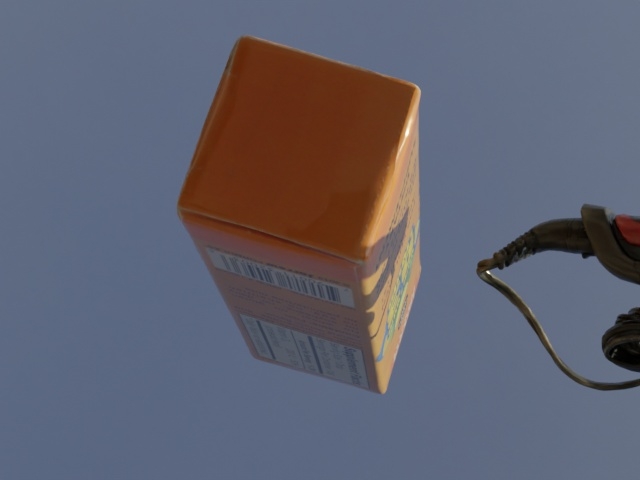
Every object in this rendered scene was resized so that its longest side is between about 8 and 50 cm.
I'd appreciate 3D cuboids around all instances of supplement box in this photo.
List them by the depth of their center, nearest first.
[{"bbox_3d":[0.000,0.000,0.651,0.080,0.233,0.078,16,-105,7],"label":"supplement box"}]

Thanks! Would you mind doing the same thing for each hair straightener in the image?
[{"bbox_3d":[0.167,0.036,0.577,0.230,0.047,0.089,7,-87,25],"label":"hair straightener"}]
